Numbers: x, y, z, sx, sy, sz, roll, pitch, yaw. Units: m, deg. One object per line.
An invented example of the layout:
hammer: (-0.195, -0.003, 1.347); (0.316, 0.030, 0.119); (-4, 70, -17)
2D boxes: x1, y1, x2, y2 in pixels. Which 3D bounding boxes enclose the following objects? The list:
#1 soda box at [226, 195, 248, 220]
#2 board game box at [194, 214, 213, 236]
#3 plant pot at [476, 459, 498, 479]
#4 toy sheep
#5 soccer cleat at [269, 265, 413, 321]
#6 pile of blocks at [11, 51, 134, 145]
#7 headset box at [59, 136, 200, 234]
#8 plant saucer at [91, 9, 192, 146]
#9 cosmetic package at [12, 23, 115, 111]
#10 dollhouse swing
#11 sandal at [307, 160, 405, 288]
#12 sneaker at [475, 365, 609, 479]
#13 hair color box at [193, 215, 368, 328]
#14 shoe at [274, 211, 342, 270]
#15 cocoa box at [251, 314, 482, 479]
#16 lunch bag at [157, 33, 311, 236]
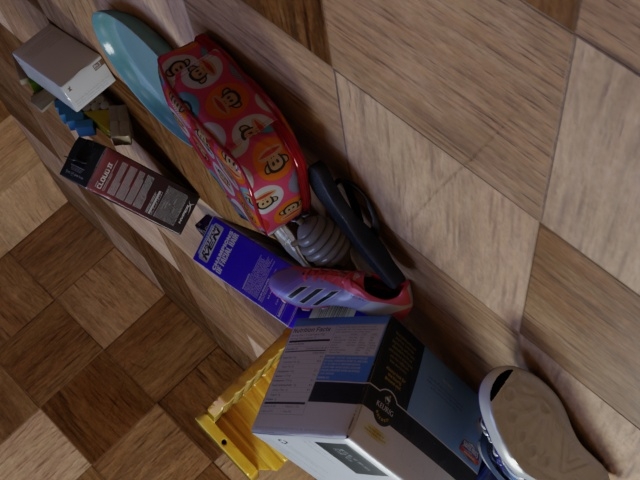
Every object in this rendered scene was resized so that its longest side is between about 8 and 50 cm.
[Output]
soda box: (-0.101, -0.061, 1.874); (0.183, 0.058, 0.063); (26, 155, 54)
board game box: (-0.152, 0.069, 2.367); (0.347, 0.056, 0.208); (27, 159, 51)
plant pot: (0.265, 0.488, 1.962); (0.236, 0.236, 0.212); (25, 160, 51)
toy sheep: (0.000, 0.000, 1.703); (0.132, 0.091, 0.091); (36, 170, -24)
soccer cleat: (0.035, 0.076, 1.681); (0.248, 0.083, 0.095); (14, 139, 9)
pile of blocks: (-0.574, -0.313, 2.333); (0.362, 0.149, 0.113); (42, 164, 17)
headset box: (-0.465, -0.137, 2.366); (0.293, 0.110, 0.218); (29, 176, -33)
plant saucer: (-0.294, -0.297, 1.826); (0.317, 0.043, 0.317); (43, 165, 15)
cosmetic package: (-0.565, -0.382, 2.203); (0.231, 0.117, 0.085); (36, 162, 38)
dollhouse swing: (-0.106, 0.420, 2.554); (0.315, 0.347, 0.305); (49, 164, -9)
sandal: (0.059, -0.033, 1.541); (0.254, 0.054, 0.097); (53, 174, -31)
sneaker: (0.293, 0.304, 1.593); (0.323, 0.130, 0.236); (48, 162, -25)
hair color box: (-0.075, 0.075, 1.932); (0.185, 0.110, 0.339); (22, -176, -43)
shoe: (-0.039, -0.018, 1.770); (0.219, 0.076, 0.058); (52, 159, -18)
cocoa box: (0.100, 0.309, 1.726); (0.231, 0.228, 0.347); (-7, 141, 43)
lunch bag: (-0.132, -0.149, 1.553); (0.293, 0.120, 0.258); (52, 167, 25)
